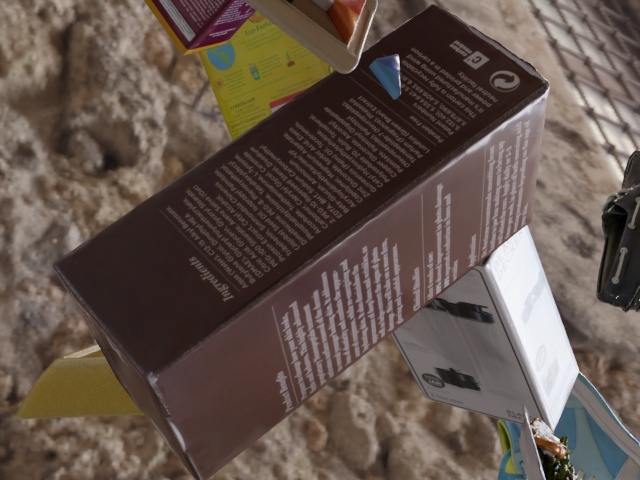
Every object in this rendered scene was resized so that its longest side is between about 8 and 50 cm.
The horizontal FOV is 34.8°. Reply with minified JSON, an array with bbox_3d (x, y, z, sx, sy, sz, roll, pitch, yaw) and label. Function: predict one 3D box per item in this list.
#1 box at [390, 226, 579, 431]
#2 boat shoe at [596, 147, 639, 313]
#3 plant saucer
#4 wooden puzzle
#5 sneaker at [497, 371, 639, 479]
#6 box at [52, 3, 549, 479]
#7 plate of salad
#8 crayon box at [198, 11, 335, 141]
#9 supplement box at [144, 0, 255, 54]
[{"bbox_3d":[0.153,0.072,1.069,0.169,0.290,0.087,9,-125,37],"label":"box"},{"bbox_3d":[0.490,-0.029,1.613,0.114,0.091,0.303,105,-3,-56],"label":"boat shoe"},{"bbox_3d":[-0.250,0.195,1.592,0.332,0.332,0.081,-5,-86,17],"label":"plant saucer"},{"bbox_3d":[-0.003,-0.122,0.505,0.014,0.116,0.079,-43,-155,39],"label":"wooden puzzle"},{"bbox_3d":[0.397,0.370,1.576,0.319,0.208,0.127,53,-17,30],"label":"sneaker"},{"bbox_3d":[0.000,0.000,0.826,0.381,0.191,0.143,-37,-120,-19],"label":"box"},{"bbox_3d":[0.228,0.248,0.949,0.048,0.200,0.200,-17,-126,9],"label":"plate of salad"},{"bbox_3d":[-0.060,-0.248,1.469,0.202,0.081,0.319,-15,-81,35],"label":"crayon box"},{"bbox_3d":[-0.099,-0.296,1.070,0.188,0.081,0.104,-38,-94,37],"label":"supplement box"}]
